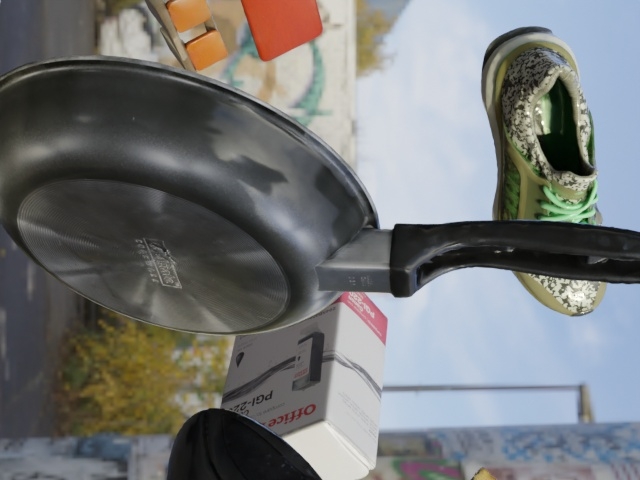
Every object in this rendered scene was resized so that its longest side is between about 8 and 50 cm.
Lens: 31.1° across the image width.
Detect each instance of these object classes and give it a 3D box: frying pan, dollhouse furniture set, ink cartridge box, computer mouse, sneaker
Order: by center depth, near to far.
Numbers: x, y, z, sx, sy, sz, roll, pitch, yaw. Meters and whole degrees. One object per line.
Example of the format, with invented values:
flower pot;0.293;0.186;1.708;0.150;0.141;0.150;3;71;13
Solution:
frying pan;-0.011;0.012;0.542;0.197;0.326;0.053;123;-14;-58
computer mouse;0.018;0.162;0.556;0.262;0.060;0.184;44;-56;21
ink cartridge box;-0.020;0.161;1.225;0.092;0.159;0.218;47;31;-30
dollhouse furniture set;-0.053;-0.286;1.234;0.135;0.262;0.259;59;-5;29
sneaker;0.310;-0.070;1.523;0.182;0.158;0.410;-108;-178;-71
